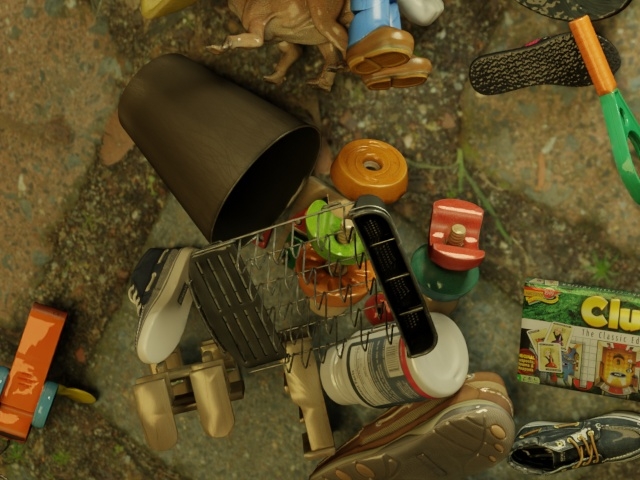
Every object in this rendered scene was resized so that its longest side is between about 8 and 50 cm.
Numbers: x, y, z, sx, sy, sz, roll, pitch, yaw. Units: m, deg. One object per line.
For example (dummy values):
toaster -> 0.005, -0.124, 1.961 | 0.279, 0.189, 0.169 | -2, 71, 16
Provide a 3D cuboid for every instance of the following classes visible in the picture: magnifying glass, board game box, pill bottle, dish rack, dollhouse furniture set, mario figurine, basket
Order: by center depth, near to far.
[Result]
magnifying glass -> 0.341, -0.149, 1.519 | 0.026, 0.092, 0.231 | -18, 99, 31
mario figurine -> 0.089, -0.351, 1.534 | 0.198, 0.170, 0.320 | 142, 123, -68
dish rack -> -0.016, 0.065, 1.544 | 0.271, 0.074, 0.208 | -17, 118, 13
board game box -> 0.374, 0.129, 1.615 | 0.260, 0.030, 0.136 | 7, 104, 23
pill bottle -> 0.090, 0.159, 1.677 | 0.180, 0.108, 0.108 | -18, 95, 45
basket -> -0.143, -0.131, 1.703 | 0.227, 0.154, 0.204 | 42, 99, 24
dollhouse furniture set -> -0.115, 0.224, 1.763 | 0.242, 0.212, 0.161 | -13, 97, 0

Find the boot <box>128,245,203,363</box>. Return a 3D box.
boot -> -0.230, 0.089, 1.808 | 0.086, 0.190, 0.069 | 0, 137, 29

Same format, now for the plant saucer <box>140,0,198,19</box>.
plant saucer -> -0.095, -0.463, 1.563 | 0.333, 0.081, 0.333 | -32, 54, 39

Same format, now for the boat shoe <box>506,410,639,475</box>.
boat shoe -> 0.325, 0.260, 1.638 | 0.183, 0.083, 0.065 | -9, 99, 26

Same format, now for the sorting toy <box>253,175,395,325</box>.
sorting toy -> 0.000, 0.000, 1.742 | 0.274, 0.046, 0.132 | 31, 113, 15

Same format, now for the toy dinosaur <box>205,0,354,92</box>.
toy dinosaur -> -0.024, -0.303, 1.643 | 0.296, 0.127, 0.200 | 9, 80, 9

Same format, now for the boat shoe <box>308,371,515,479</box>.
boat shoe -> 0.121, 0.268, 1.718 | 0.324, 0.116, 0.123 | -27, 118, 30

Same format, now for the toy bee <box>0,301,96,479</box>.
toy bee -> -0.457, 0.233, 1.960 | 0.195, 0.162, 0.298 | 40, 85, -6

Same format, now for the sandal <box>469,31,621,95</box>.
sandal -> 0.267, -0.214, 1.566 | 0.179, 0.040, 0.067 | -6, 110, 16

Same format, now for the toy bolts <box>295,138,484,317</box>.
toy bolts -> 0.091, 0.007, 1.665 | 0.228, 0.218, 0.158 | 13, 136, 0

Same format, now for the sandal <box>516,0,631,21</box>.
sandal -> 0.199, -0.433, 1.509 | 0.167, 0.107, 0.446 | -35, 87, 27
